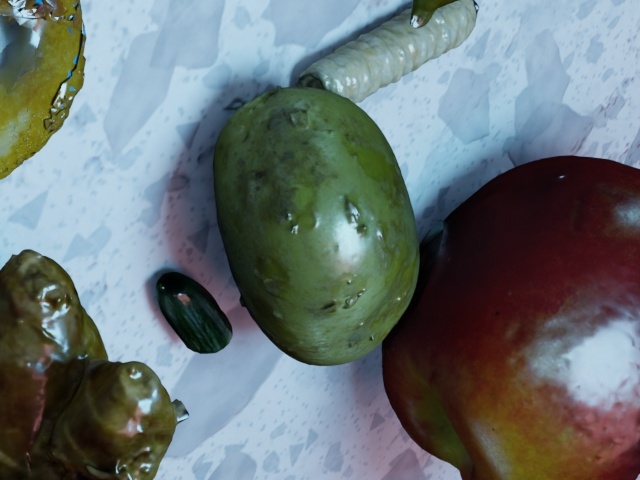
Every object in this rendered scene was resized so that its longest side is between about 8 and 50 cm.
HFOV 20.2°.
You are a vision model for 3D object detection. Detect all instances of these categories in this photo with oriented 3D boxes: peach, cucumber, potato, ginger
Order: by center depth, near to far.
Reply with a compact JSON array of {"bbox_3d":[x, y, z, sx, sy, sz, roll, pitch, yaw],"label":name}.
[{"bbox_3d":[-0.220,0.189,1.409,0.152,0.274,0.357,-2,84,-36],"label":"ginger"},{"bbox_3d":[0.000,0.000,1.610,0.173,0.210,0.307,-22,147,-4],"label":"potato"},{"bbox_3d":[-0.119,0.060,1.638,0.048,0.048,0.105,-49,144,-14],"label":"cucumber"},{"bbox_3d":[0.233,0.094,1.870,0.406,0.310,0.335,-61,-175,-9],"label":"peach"}]

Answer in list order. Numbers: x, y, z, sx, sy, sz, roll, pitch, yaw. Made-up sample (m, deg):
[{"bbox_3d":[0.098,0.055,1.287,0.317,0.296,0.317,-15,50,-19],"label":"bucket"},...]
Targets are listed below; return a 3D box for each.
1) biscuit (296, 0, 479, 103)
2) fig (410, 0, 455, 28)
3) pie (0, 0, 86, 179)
[{"bbox_3d":[0.067,-0.176,1.680,0.219,0.055,0.061,-31,149,-36],"label":"biscuit"},{"bbox_3d":[0.119,-0.262,1.635,0.109,0.103,0.155,16,95,-33],"label":"fig"},{"bbox_3d":[-0.272,-0.132,1.257,0.273,0.069,0.273,-35,142,-33],"label":"pie"}]
